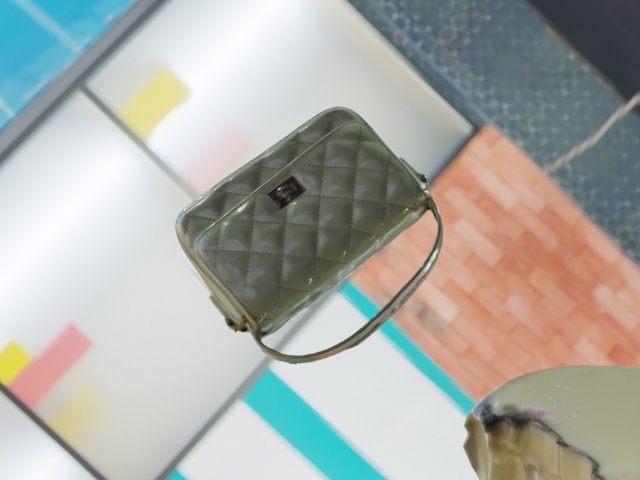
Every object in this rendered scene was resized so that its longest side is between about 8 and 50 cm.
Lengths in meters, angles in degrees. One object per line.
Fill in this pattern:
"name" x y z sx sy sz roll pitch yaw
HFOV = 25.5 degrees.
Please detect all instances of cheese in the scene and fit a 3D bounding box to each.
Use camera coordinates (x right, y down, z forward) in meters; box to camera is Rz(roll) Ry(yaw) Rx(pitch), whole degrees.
"cheese" 0.226 0.127 0.891 0.163 0.248 0.071 -127 -150 -58

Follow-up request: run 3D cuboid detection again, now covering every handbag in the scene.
"handbag" 0.000 0.000 1.421 0.219 0.256 0.079 46 -15 25
